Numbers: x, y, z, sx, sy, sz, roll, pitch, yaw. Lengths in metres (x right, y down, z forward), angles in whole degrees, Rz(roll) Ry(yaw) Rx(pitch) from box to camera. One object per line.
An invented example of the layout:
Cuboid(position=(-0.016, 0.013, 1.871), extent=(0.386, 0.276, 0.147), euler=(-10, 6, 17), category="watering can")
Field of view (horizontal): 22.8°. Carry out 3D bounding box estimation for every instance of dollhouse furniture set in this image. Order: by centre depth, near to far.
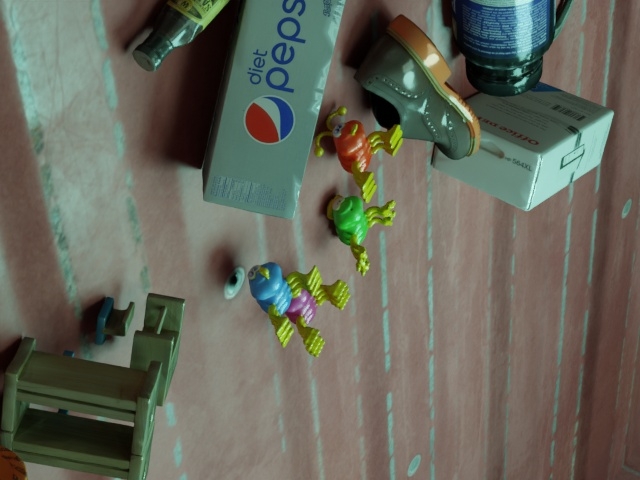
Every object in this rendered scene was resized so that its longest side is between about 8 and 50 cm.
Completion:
Cuboid(position=(-0.210, 0.141, 1.473), extent=(0.183, 0.129, 0.128), euler=(-79, 179, -63), category="dollhouse furniture set")

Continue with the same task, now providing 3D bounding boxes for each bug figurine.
Cuboid(position=(0.000, 0.000, 1.749), extent=(0.279, 0.072, 0.216), euler=(-60, 159, -22), category="bug figurine")

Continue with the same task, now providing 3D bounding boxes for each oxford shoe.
Cuboid(position=(0.107, -0.155, 1.818), extent=(0.098, 0.097, 0.271), euler=(-43, 146, -1), category="oxford shoe")

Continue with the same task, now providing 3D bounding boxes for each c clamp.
Cuboid(position=(0.309, -0.332, 2.086), extent=(0.137, 0.022, 0.161), euler=(-62, 152, -7), category="c clamp")

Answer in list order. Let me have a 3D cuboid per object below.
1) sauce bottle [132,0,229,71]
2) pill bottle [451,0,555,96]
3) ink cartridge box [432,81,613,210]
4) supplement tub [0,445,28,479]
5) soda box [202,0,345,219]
Cuboid(position=(-0.117, -0.201, 1.406), extent=(0.128, 0.042, 0.042), euler=(-54, 151, -25), category="sauce bottle")
Cuboid(position=(0.213, -0.278, 1.847), extent=(0.123, 0.123, 0.219), euler=(-47, 148, -31), category="pill bottle")
Cuboid(position=(0.258, -0.129, 2.020), extent=(0.203, 0.148, 0.085), euler=(-29, 138, -48), category="ink cartridge box")
Cuboid(position=(-0.303, 0.277, 1.383), extent=(0.117, 0.117, 0.190), euler=(-33, 138, -47), category="supplement tub")
Cuboid(position=(-0.039, -0.173, 1.479), extent=(0.098, 0.091, 0.286), euler=(-100, -158, -68), category="soda box")
